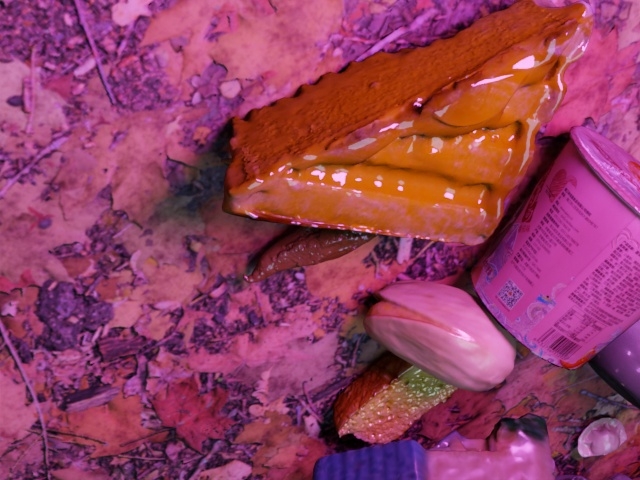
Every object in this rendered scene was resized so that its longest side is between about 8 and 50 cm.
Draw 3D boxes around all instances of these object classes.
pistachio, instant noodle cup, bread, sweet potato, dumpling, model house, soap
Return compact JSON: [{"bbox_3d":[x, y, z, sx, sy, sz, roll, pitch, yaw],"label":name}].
[{"bbox_3d":[0.157,0.112,1.337,0.117,0.201,0.145,-60,173,-14],"label":"pistachio"},{"bbox_3d":[0.336,0.019,1.317,0.243,0.243,0.231,22,119,-33],"label":"instant noodle cup"},{"bbox_3d":[0.105,0.211,1.454,0.187,0.065,0.103,-44,130,9],"label":"bread"},{"bbox_3d":[0.000,0.000,1.263,0.206,0.068,0.060,-25,105,2],"label":"sweet potato"},{"bbox_3d":[0.452,0.317,1.693,0.076,0.057,0.052,-19,171,19],"label":"dumpling"},{"bbox_3d":[0.133,0.458,1.483,0.343,0.334,0.382,1,148,-4],"label":"model house"},{"bbox_3d":[0.078,-0.159,1.118,0.339,0.169,0.304,6,120,-28],"label":"soap"}]

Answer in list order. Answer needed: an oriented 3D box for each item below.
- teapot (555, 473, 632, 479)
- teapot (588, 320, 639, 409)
[{"bbox_3d":[0.417,0.443,1.704,0.239,0.162,0.148,-7,114,-25],"label":"teapot"},{"bbox_3d":[0.506,0.117,1.502,0.251,0.183,0.183,-48,128,-3],"label":"teapot"}]
